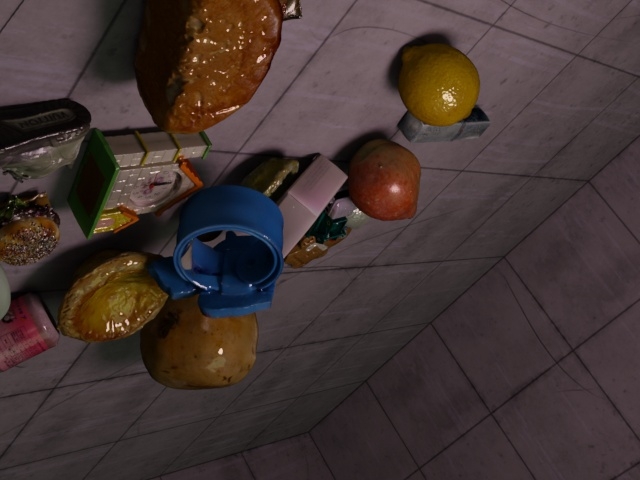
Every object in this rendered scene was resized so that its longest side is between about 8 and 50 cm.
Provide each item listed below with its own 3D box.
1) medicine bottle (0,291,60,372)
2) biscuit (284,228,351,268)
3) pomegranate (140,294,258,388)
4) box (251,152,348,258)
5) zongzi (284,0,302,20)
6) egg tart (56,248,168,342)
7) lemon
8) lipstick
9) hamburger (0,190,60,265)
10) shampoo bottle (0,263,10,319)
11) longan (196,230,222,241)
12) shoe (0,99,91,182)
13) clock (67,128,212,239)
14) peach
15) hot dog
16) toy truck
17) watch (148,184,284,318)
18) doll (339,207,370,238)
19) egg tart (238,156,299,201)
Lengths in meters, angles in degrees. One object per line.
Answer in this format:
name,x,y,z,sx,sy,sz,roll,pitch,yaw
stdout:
medicine bottle,-0.734,0.228,1.935,0.247,0.147,0.147,-27,156,-14
biscuit,0.002,0.002,2.546,0.249,0.035,0.184,-35,157,4
pomegranate,-0.327,0.269,2.320,0.332,0.332,0.332,-27,156,-13
box,-0.058,-0.077,2.101,0.203,0.106,0.252,-48,-178,33
zongzi,-0.072,-0.446,1.577,0.076,0.040,0.083,-18,142,-17
egg tart,-0.496,0.114,2.007,0.319,0.128,0.319,-29,151,-17
lemon,0.277,-0.365,1.990,0.187,0.187,0.244,-39,124,14
lipstick,0.337,-0.313,2.289,0.289,0.077,0.076,-10,149,-40
hamburger,-0.597,-0.016,1.690,0.164,0.093,0.189,-27,154,-11
shampoo bottle,-0.748,0.072,1.603,0.222,0.151,0.349,-25,156,-1
longan,-0.276,-0.055,2.022,0.106,0.106,0.119,2,98,-53
shoe,-0.542,-0.148,1.472,0.293,0.109,0.149,-20,149,-36
clock,-0.361,-0.129,1.746,0.255,0.106,0.220,-12,150,-39
peach,0.177,-0.148,2.202,0.232,0.232,0.232,-27,156,-13
hot dog,-0.172,-0.364,1.424,0.223,0.185,0.405,-16,152,-31
toy truck,0.027,-0.072,2.328,0.110,0.116,0.216,-16,152,-32
watch,-0.234,0.010,1.873,0.305,0.241,0.274,0,138,-5
doll,0.105,-0.092,2.431,0.103,0.071,0.214,14,119,-46
egg tart,-0.129,-0.134,2.023,0.197,0.078,0.197,-44,178,-2
